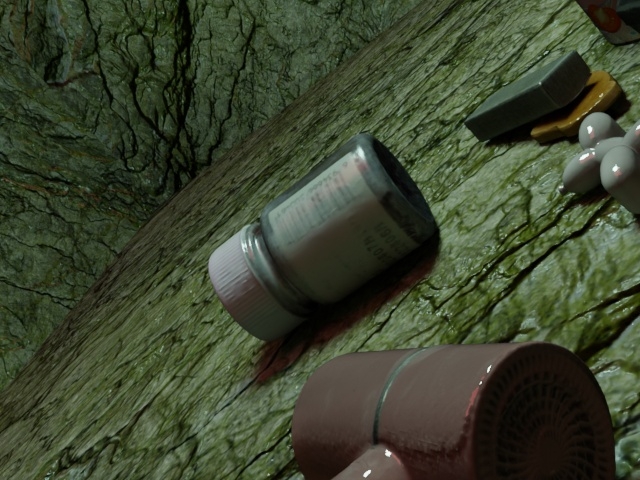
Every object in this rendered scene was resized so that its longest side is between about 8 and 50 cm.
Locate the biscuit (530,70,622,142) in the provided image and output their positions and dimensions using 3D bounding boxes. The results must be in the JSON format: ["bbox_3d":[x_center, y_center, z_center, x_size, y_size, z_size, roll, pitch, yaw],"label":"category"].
[{"bbox_3d":[0.315,-0.162,0.912,0.118,0.023,0.140,-40,13,26],"label":"biscuit"}]

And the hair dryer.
[{"bbox_3d":[-0.010,0.176,0.441,0.352,0.126,0.210,-26,5,-33],"label":"hair dryer"}]

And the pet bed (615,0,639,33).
[{"bbox_3d":[0.408,-0.227,0.659,0.183,0.159,0.211,-51,11,5],"label":"pet bed"}]

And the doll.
[{"bbox_3d":[0.296,-0.092,0.698,0.161,0.059,0.160,-49,12,18],"label":"doll"}]

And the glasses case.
[{"bbox_3d":[0.270,-0.184,0.977,0.071,0.047,0.205,-44,7,-14],"label":"glasses case"}]

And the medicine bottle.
[{"bbox_3d":[0.000,0.000,0.964,0.273,0.165,0.165,-36,17,19],"label":"medicine bottle"}]

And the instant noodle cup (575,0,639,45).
[{"bbox_3d":[0.408,-0.412,0.978,0.243,0.231,0.243,-37,16,12],"label":"instant noodle cup"}]
